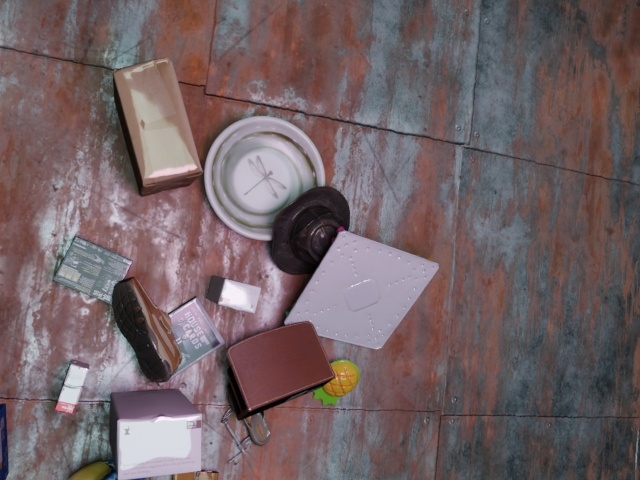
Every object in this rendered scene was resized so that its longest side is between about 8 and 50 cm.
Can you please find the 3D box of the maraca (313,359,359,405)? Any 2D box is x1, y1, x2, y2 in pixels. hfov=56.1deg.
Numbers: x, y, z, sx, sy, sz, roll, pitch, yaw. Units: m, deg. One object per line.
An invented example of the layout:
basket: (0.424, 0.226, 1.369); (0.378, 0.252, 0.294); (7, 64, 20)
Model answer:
maraca: (0.051, 0.479, 2.024); (0.127, 0.099, 0.186); (37, 102, -11)

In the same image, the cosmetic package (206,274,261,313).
cosmetic package: (-0.269, 0.162, 1.837); (0.117, 0.231, 0.085); (17, 82, -20)

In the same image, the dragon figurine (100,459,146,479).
dragon figurine: (-0.565, 0.657, 1.717); (0.289, 0.085, 0.144); (29, 42, -47)

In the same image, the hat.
hat: (0.000, 0.000, 1.922); (0.331, 0.134, 0.331); (-21, 132, -26)

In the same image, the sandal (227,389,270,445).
sandal: (-0.218, 0.560, 1.921); (0.090, 0.060, 0.219); (-27, 96, -33)

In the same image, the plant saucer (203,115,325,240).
plant saucer: (-0.185, -0.197, 1.952); (0.400, 0.100, 0.400); (1, 87, -21)

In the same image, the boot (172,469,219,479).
boot: (-0.447, 0.842, 1.820); (0.264, 0.096, 0.280); (6, 85, -20)

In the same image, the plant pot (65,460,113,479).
plant pot: (-0.653, 0.700, 1.741); (0.134, 0.134, 0.095); (52, 47, -12)

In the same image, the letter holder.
letter holder: (-0.144, 0.402, 1.898); (0.302, 0.152, 0.214); (-15, 70, -27)

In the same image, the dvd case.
dvd case: (-0.443, 0.312, 1.875); (0.238, 0.029, 0.179); (-33, 100, -18)

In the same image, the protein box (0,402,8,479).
protein box: (-0.918, 0.562, 1.594); (0.136, 0.200, 0.201); (-2, 89, -21)

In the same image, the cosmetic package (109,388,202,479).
cosmetic package: (-0.467, 0.523, 1.668); (0.217, 0.385, 0.156); (2, 87, -20)

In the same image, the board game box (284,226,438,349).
board game box: (0.130, 0.165, 1.956); (0.390, 0.050, 0.390); (18, 117, -27)

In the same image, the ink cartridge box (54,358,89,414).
ink cartridge box: (-0.714, 0.421, 1.730); (0.056, 0.099, 0.135); (20, 82, -19)

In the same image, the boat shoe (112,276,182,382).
boat shoe: (-0.507, 0.258, 1.781); (0.120, 0.122, 0.324); (-39, 113, -60)

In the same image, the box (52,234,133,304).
box: (-0.668, 0.088, 1.771); (0.180, 0.077, 0.147); (26, 79, -18)

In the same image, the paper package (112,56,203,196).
paper package: (-0.476, -0.311, 1.734); (0.168, 0.309, 0.325); (-16, 93, -18)

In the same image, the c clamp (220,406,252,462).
c clamp: (-0.266, 0.612, 1.934); (0.137, 0.022, 0.161); (-27, 97, -21)
